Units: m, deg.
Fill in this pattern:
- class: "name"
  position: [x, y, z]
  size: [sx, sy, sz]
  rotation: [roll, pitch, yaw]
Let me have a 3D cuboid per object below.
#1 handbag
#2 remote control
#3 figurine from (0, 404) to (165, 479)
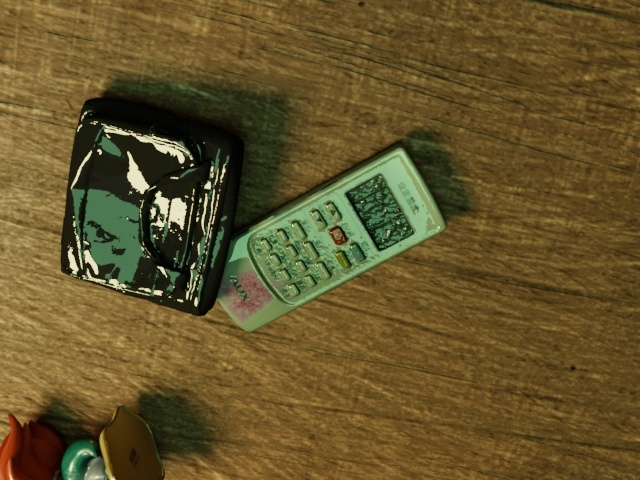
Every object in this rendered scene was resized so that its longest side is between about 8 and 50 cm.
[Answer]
- class: "handbag"
  position: [-0.237, -0.043, 1.235]
  size: [0.244, 0.088, 0.275]
  rotation: [17, 107, 7]
- class: "remote control"
  position: [0.000, 0.000, 1.288]
  size: [0.344, 0.050, 0.145]
  rotation: [-29, 107, 10]
- class: "figurine"
  position: [-0.392, 0.359, 1.365]
  size: [0.257, 0.181, 0.208]
  rotation: [-25, 148, 10]
